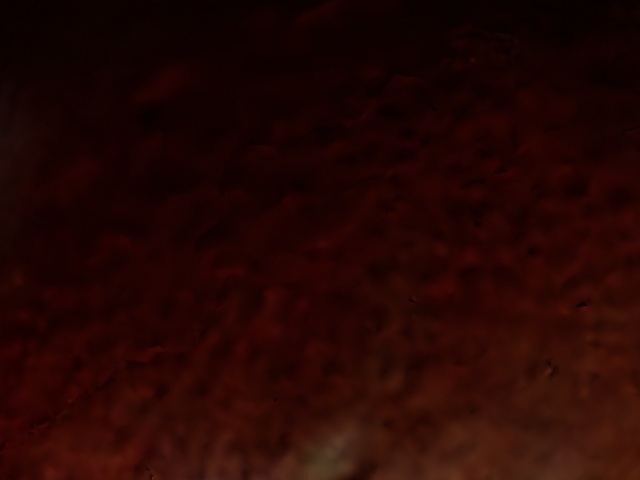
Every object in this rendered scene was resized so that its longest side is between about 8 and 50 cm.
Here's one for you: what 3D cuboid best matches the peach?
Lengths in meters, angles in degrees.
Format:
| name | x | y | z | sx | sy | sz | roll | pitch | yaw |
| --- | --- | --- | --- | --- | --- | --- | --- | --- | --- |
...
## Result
| name | x | y | z | sx | sy | sz | roll | pitch | yaw |
| --- | --- | --- | --- | --- | --- | --- | --- | --- | --- |
| peach | 0.044 | 0.047 | 0.498 | 0.417 | 0.353 | 0.339 | -3 | 171 | 10 |
